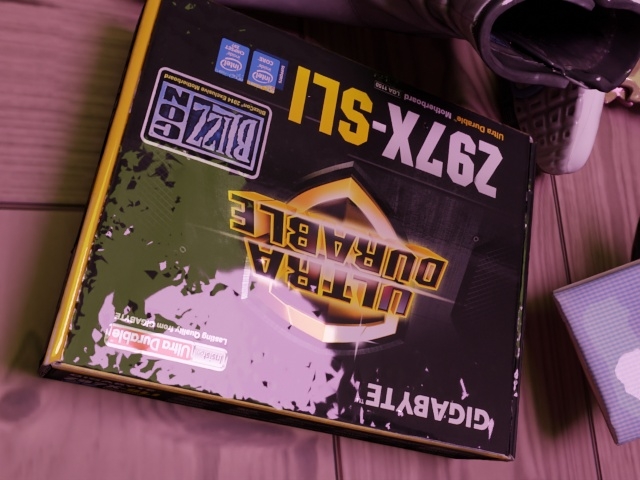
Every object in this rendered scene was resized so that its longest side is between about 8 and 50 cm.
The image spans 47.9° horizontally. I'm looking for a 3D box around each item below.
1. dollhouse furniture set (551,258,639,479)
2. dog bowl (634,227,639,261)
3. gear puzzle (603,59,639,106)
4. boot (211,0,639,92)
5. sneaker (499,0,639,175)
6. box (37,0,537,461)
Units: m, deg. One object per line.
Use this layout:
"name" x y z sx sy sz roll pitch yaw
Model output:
"dollhouse furniture set" 0.251 0.119 0.479 0.286 0.198 0.304 -19 76 7
"dog bowl" 0.508 0.079 0.698 0.407 0.150 0.408 6 75 -25
"gear puzzle" 0.425 -0.193 0.734 0.338 0.044 0.176 11 80 -2
"boot" 0.057 -0.184 0.497 0.338 0.118 0.223 -8 38 -26
"sneaker" 0.247 -0.201 0.647 0.129 0.111 0.297 13 85 -25
"box" 0.000 0.000 0.510 0.321 0.079 0.257 18 68 -21
